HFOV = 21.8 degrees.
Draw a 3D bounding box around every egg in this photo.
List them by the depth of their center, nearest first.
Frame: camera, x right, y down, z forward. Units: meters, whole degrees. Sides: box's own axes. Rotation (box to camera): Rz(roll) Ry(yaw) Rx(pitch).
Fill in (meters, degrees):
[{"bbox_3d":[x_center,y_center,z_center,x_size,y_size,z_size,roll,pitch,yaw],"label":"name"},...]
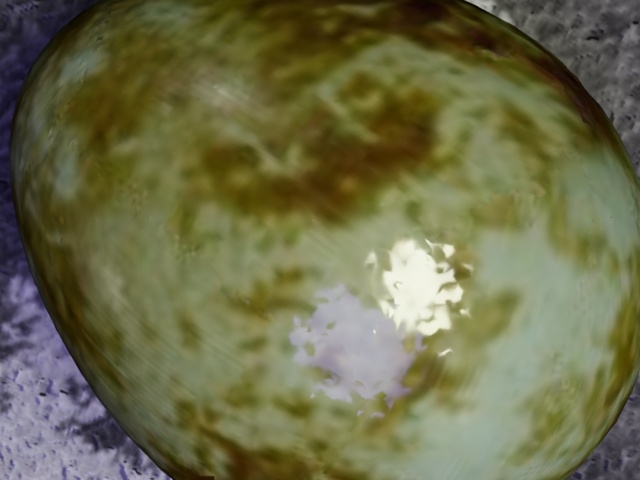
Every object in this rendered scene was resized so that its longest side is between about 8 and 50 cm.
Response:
[{"bbox_3d":[0.000,0.000,0.708,0.289,0.238,0.238,32,125,17],"label":"egg"}]
